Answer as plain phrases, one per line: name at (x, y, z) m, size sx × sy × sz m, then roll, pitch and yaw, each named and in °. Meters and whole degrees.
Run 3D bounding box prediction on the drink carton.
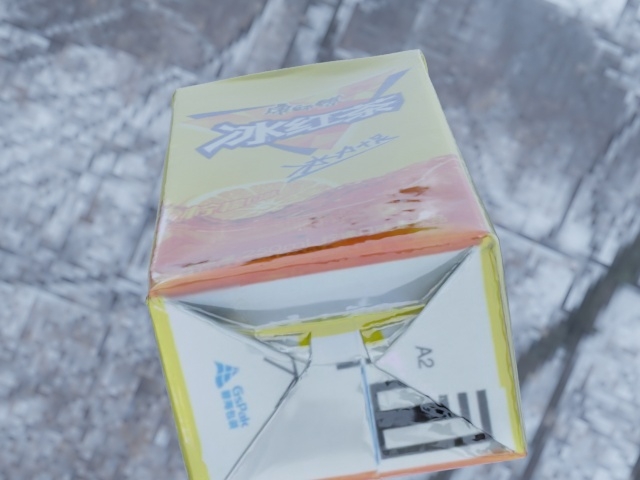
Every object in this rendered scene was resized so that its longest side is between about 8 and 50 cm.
drink carton at (0.000, 0.000, 0.926) m, size 0.154 × 0.111 × 0.351 m, roll -9°, pitch -161°, yaw 1°
